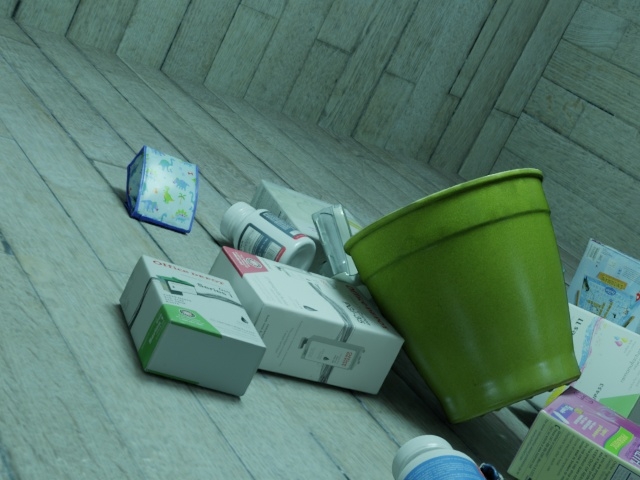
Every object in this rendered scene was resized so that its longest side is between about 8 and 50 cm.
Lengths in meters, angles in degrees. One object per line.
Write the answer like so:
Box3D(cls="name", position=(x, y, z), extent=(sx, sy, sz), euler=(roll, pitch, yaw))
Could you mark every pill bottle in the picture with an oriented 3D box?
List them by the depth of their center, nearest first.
Box3D(cls="pill bottle", position=(0.166, 0.346, 1.398), extent=(0.124, 0.124, 0.221), euler=(21, 16, -22))
Box3D(cls="pill bottle", position=(-0.108, 0.001, 2.150), extent=(0.180, 0.108, 0.108), euler=(35, 17, 27))

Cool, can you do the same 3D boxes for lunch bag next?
Box3D(cls="lunch bag", position=(-0.313, -0.091, 2.147), extent=(0.128, 0.096, 0.151), euler=(18, 46, -29))

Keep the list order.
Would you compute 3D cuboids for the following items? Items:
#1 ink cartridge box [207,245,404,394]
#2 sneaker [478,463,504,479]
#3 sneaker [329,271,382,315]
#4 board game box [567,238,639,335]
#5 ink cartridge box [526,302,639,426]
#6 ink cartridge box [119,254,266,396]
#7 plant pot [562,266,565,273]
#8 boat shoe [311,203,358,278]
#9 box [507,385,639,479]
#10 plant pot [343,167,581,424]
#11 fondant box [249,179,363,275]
Box3D(cls="ink cartridge box", position=(-0.034, 0.133, 1.800), extent=(0.283, 0.117, 0.207), euler=(17, 17, -32))
Box3D(cls="sneaker", position=(0.251, 0.361, 1.625), extent=(0.052, 0.058, 0.135), euler=(33, 15, 22))
Box3D(cls="sneaker", position=(0.180, 0.126, 2.072), extent=(0.330, 0.122, 0.146), euler=(-7, 66, -17))
Box3D(cls="board game box", position=(0.576, 0.182, 2.211), extent=(0.065, 0.318, 0.319), euler=(21, 8, -15))
Box3D(cls="ink cartridge box", position=(0.491, 0.247, 2.013), extent=(0.119, 0.207, 0.353), euler=(32, -3, -32))
Box3D(cls="ink cartridge box", position=(-0.194, 0.122, 1.611), extent=(0.160, 0.093, 0.219), euler=(19, 17, -28))
Box3D(cls="plant pot", position=(0.368, 0.126, 2.252), extent=(0.271, 0.255, 0.272), euler=(25, 14, -7))
Box3D(cls="boat shoe", position=(0.034, 0.045, 2.159), extent=(0.081, 0.228, 0.079), euler=(-14, 1, 8))
Box3D(cls="box", position=(0.446, 0.353, 1.693), extent=(0.243, 0.117, 0.213), euler=(31, 15, 21))
Box3D(cls="plant pot", position=(0.268, 0.113, 1.857), extent=(0.366, 0.366, 0.353), euler=(0, 68, -60))
Box3D(cls="fondant box", position=(0.000, 0.000, 2.368), extent=(0.238, 0.096, 0.330), euler=(18, 18, -28))
